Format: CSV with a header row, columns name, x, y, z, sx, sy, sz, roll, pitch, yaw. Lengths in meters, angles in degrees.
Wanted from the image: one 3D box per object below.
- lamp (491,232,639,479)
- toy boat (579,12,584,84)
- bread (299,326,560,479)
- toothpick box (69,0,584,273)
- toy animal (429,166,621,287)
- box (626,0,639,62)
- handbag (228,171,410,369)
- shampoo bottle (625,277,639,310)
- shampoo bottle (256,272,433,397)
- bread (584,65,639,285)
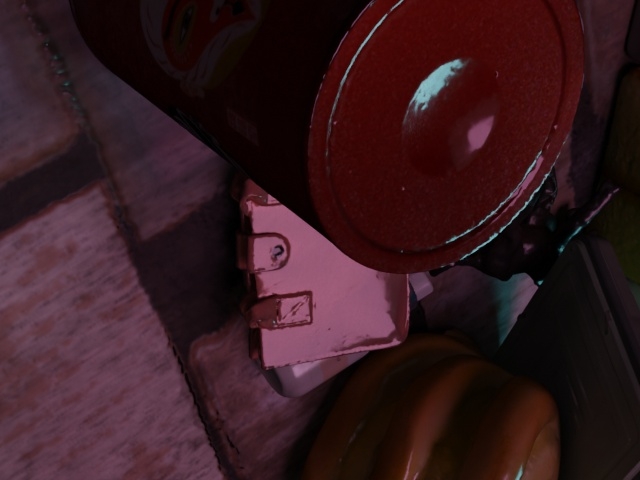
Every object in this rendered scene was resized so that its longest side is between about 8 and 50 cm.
name,x,y,z,sx,sy,sz,roll,pitch,yaw
lamp,0.260,0.169,1.130,0.047,0.267,0.269,5,136,-17
toy boat,0.143,-0.168,0.997,0.199,0.100,0.290,-19,126,-29
bread,0.104,0.257,1.116,0.211,0.270,0.316,15,103,-25
toothpick box,-0.014,-0.140,0.735,0.204,0.333,0.204,-19,126,-28
toy animal,0.225,-0.005,1.167,0.232,0.084,0.148,-9,122,-37
box,0.444,-0.248,1.207,0.243,0.055,0.103,-11,122,-33
handbag,0.000,0.000,0.971,0.157,0.059,0.213,-8,105,-21
shampoo bottle,0.481,0.125,1.390,0.349,0.151,0.222,-5,116,-36
shampoo bottle,0.028,0.080,1.073,0.192,0.074,0.074,-30,130,-19
bread,0.485,-0.029,1.159,0.244,0.361,0.233,-8,120,-31
